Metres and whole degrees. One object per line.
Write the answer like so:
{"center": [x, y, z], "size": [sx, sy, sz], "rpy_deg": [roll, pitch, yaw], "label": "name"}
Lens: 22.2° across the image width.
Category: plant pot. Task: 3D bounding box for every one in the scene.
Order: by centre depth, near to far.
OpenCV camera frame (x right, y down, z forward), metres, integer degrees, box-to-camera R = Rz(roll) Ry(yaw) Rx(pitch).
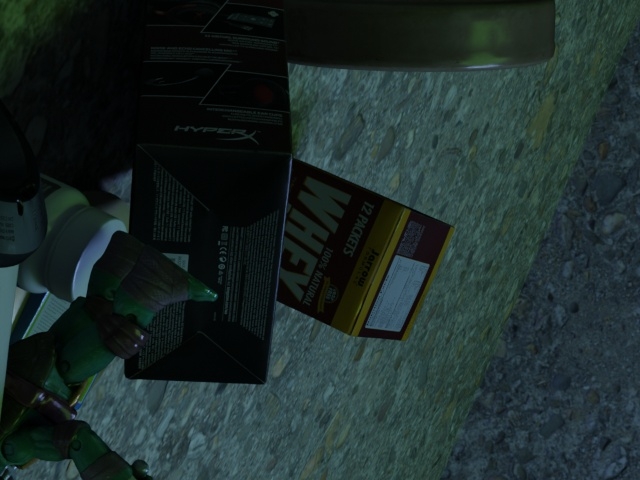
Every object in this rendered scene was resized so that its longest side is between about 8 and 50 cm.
{"center": [0.078, -0.276, 1.447], "size": [0.263, 0.263, 0.229], "rpy_deg": [-26, 118, -62], "label": "plant pot"}

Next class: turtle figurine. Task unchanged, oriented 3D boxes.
{"center": [-0.163, 0.107, 1.011], "size": [0.118, 0.175, 0.234], "rpy_deg": [39, 84, -39], "label": "turtle figurine"}

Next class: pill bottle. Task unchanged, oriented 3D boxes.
{"center": [-0.205, -0.011, 1.108], "size": [0.078, 0.137, 0.078], "rpy_deg": [-52, 157, -34], "label": "pill bottle"}

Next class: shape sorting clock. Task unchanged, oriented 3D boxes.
{"center": [-0.209, 0.056, 1.327], "size": [0.206, 0.040, 0.206], "rpy_deg": [-48, 151, -38], "label": "shape sorting clock"}

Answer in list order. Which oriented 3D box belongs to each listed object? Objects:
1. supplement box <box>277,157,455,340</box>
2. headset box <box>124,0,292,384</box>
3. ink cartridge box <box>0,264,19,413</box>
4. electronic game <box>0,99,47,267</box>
{"center": [0.000, 0.000, 1.584], "size": [0.129, 0.191, 0.194], "rpy_deg": [-67, 162, 3], "label": "supplement box"}
{"center": [-0.087, -0.069, 1.239], "size": [0.293, 0.110, 0.218], "rpy_deg": [-94, -170, -52], "label": "headset box"}
{"center": [-0.309, 0.165, 0.846], "size": [0.285, 0.166, 0.395], "rpy_deg": [14, 82, -71], "label": "ink cartridge box"}
{"center": [-0.231, -0.075, 0.849], "size": [0.048, 0.229, 0.229], "rpy_deg": [-43, 164, 11], "label": "electronic game"}
